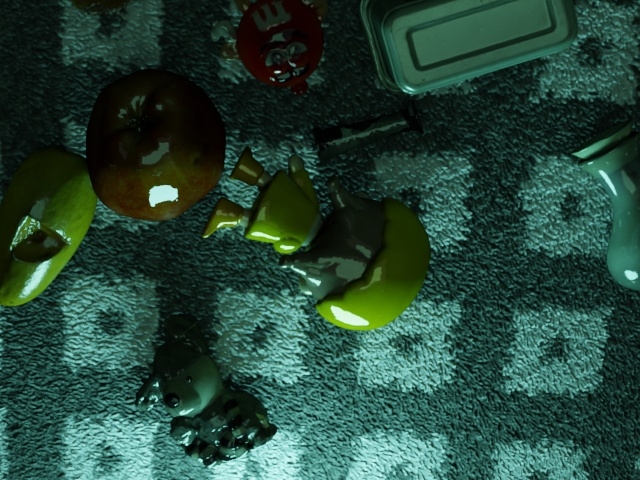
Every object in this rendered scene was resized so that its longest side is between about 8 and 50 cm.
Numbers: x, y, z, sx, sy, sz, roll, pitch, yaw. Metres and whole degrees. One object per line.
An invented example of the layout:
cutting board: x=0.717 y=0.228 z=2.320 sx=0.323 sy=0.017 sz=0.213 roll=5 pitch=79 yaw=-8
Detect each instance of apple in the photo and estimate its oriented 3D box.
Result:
apple: x=-0.246 y=-0.145 z=1.834 sx=0.234 sy=0.234 sz=0.234 roll=0 pitch=108 yaw=-1

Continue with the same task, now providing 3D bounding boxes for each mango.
mango: x=-0.432 y=-0.020 z=1.906 sx=0.130 sy=0.167 sz=0.262 roll=26 pitch=109 yaw=5

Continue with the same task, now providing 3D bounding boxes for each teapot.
teapot: x=0.492 y=-0.054 z=1.914 sx=0.183 sy=0.183 sz=0.251 roll=-30 pitch=93 yaw=8

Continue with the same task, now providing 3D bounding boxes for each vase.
vase: x=0.073 y=-0.169 z=1.916 sx=0.167 sy=0.059 sz=0.059 roll=-16 pitch=107 yaw=3

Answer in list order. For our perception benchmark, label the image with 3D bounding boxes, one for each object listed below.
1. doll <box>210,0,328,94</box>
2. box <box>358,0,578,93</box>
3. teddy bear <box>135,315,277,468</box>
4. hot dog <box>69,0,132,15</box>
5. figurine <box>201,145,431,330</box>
doll: x=-0.074 y=-0.319 z=1.854 sx=0.183 sy=0.085 sz=0.217 roll=-13 pitch=98 yaw=2
box: x=0.223 y=-0.318 z=1.808 sx=0.311 sy=0.182 sz=0.175 roll=-17 pitch=107 yaw=3
teddy bear: x=-0.211 y=0.264 z=2.006 sx=0.251 sy=0.144 sz=0.171 roll=45 pitch=116 yaw=-11
hot dog: x=-0.334 y=-0.464 z=1.804 sx=0.144 sy=0.075 sz=0.268 roll=-13 pitch=105 yaw=5
figurine: x=0.000 y=0.000 z=1.914 sx=0.343 sy=0.187 sz=0.215 roll=26 pitch=93 yaw=-2
